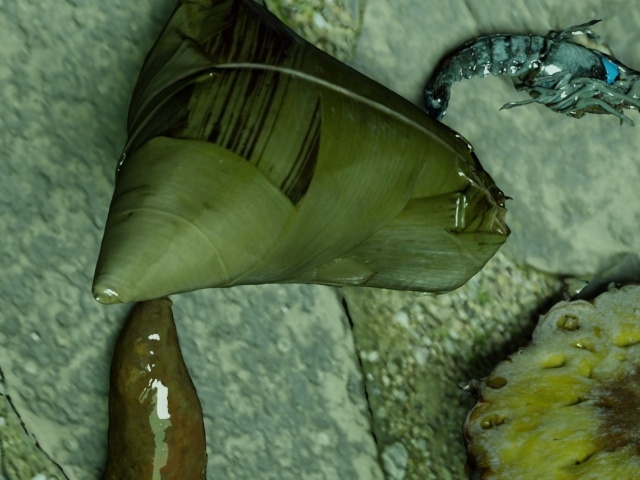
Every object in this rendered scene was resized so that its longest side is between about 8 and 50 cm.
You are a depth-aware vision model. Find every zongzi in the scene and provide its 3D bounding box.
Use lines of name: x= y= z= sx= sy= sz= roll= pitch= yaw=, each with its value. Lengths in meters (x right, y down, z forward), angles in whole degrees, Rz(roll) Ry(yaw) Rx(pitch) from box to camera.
zongzi: x=0.000 y=0.000 z=0.717 sx=0.273 sy=0.300 sz=0.145 roll=28 pitch=122 yaw=-18

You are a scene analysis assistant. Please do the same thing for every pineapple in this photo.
pineapple: x=0.278 y=0.202 z=0.813 sx=0.352 sy=0.352 sz=0.300 roll=-28 pitch=114 yaw=7

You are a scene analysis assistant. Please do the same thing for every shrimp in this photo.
shrimp: x=0.159 y=-0.112 z=0.808 sx=0.174 sy=0.082 sz=0.076 roll=1 pitch=118 yaw=2

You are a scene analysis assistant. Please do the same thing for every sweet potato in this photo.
sweet potato: x=-0.132 y=0.185 z=0.903 sx=0.097 sy=0.097 sz=0.292 roll=12 pitch=103 yaw=-11
